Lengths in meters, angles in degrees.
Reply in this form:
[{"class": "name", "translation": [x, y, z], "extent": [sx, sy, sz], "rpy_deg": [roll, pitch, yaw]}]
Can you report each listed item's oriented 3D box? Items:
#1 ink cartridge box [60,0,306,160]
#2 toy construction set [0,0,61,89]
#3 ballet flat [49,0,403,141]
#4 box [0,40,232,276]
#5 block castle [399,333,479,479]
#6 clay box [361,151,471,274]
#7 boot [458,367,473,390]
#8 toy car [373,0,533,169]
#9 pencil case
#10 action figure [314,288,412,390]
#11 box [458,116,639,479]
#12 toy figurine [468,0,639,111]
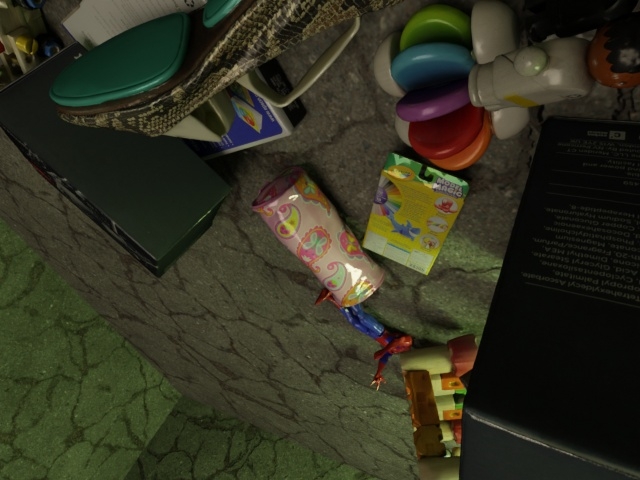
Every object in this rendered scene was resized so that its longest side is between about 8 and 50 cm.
[{"class": "ink cartridge box", "translation": [-0.218, -0.276, 0.695], "extent": [0.308, 0.072, 0.303], "rpy_deg": [-2, 134, 42]}, {"class": "toy construction set", "translation": [-0.559, -0.337, 0.750], "extent": [0.151, 0.215, 0.327], "rpy_deg": [36, 145, -6]}, {"class": "ballet flat", "translation": [-0.113, -0.220, 0.531], "extent": [0.483, 0.163, 0.182], "rpy_deg": [-20, 143, 26]}, {"class": "box", "translation": [-0.371, -0.117, 0.822], "extent": [0.343, 0.179, 0.312], "rpy_deg": [44, 158, -7]}, {"class": "block castle", "translation": [0.308, 0.431, 0.930], "extent": [0.213, 0.302, 0.453], "rpy_deg": [-10, 134, 8]}, {"class": "clay box", "translation": [0.149, -0.047, 0.698], "extent": [0.128, 0.053, 0.222], "rpy_deg": [24, 143, 12]}, {"class": "boot", "translation": [0.381, 0.255, 0.724], "extent": [0.248, 0.207, 0.090], "rpy_deg": [48, 174, 9]}, {"class": "toy car", "translation": [0.139, -0.162, 0.493], "extent": [0.159, 0.136, 0.182], "rpy_deg": [0, 134, 38]}, {"class": "pencil case", "translation": [0.000, 0.000, 0.814], "extent": [0.124, 0.124, 0.284], "rpy_deg": [-12, 127, 45]}, {"class": "action figure", "translation": [0.104, 0.231, 1.005], "extent": [0.281, 0.139, 0.091], "rpy_deg": [34, 146, -6]}, {"class": "box", "translation": [0.301, 0.104, 0.466], "extent": [0.212, 0.395, 0.293], "rpy_deg": [12, 140, 26]}, {"class": "toy figurine", "translation": [0.186, -0.219, 0.323], "extent": [0.148, 0.209, 0.213], "rpy_deg": [2, 137, 51]}]
